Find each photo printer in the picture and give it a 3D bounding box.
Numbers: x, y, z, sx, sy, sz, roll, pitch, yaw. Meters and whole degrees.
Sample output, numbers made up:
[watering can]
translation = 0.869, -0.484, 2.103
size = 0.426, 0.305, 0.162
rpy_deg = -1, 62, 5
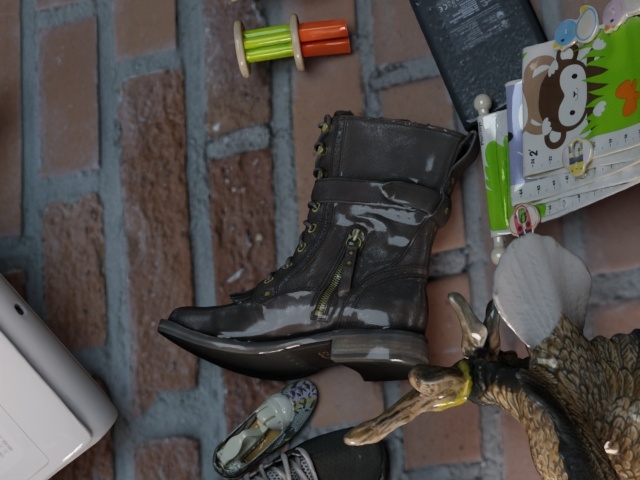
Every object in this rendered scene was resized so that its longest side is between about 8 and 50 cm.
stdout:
[photo printer]
translation = -0.369, 0.116, 1.621
size = 0.256, 0.107, 0.307
rpy_deg = -39, 98, 14

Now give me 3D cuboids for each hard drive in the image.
[hard drive]
translation = 0.142, -0.170, 1.575
size = 0.094, 0.022, 0.135
rpy_deg = -28, 68, 17

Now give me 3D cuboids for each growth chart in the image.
[growth chart]
translation = 0.204, -0.100, 1.454
size = 0.237, 0.021, 0.172
rpy_deg = -32, 59, 45

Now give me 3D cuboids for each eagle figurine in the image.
[eagle figurine]
translation = 0.211, 0.162, 1.380
size = 0.298, 0.225, 0.226
rpy_deg = 33, 82, 38

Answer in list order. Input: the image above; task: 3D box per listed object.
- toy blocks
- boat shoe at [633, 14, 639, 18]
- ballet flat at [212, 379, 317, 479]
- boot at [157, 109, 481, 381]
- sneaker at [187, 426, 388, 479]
[toy blocks]
translation = -0.005, -0.214, 1.630
size = 0.148, 0.054, 0.123
rpy_deg = -9, 93, 5
[boat shoe]
translation = 0.297, -0.134, 1.453
size = 0.096, 0.116, 0.324
rpy_deg = -174, 87, -66
[ballet flat]
translation = -0.050, 0.162, 1.576
size = 0.114, 0.041, 0.041
rpy_deg = -44, 64, 9
[boot]
translation = 0.000, 0.000, 1.570
size = 0.263, 0.091, 0.229
rpy_deg = 2, 72, 17
[sneaker]
translation = -0.047, 0.212, 1.482
size = 0.228, 0.132, 0.086
rpy_deg = -32, 67, -7
